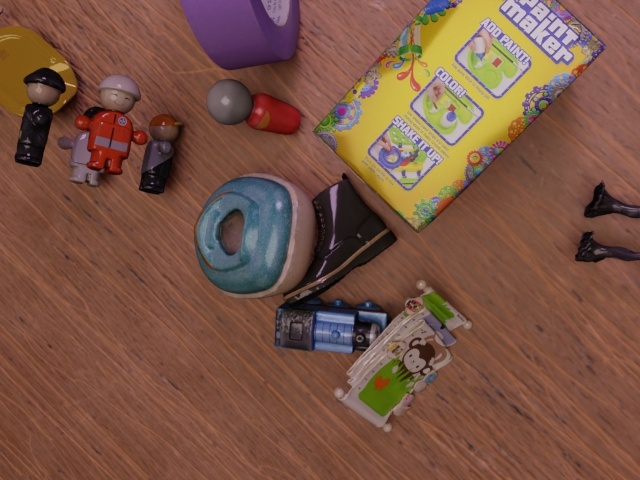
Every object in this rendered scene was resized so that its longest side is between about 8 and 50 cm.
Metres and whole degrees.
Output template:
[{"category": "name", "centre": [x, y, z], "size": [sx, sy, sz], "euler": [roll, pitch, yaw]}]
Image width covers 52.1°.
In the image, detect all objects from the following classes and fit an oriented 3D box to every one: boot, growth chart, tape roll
[{"category": "boot", "centre": [0.000, 0.000, 1.007], "size": [0.198, 0.077, 0.137], "euler": [-33, 83, -18]}, {"category": "growth chart", "centre": [0.129, 0.182, 0.995], "size": [0.172, 0.021, 0.237], "euler": [32, 99, -35]}, {"category": "tape roll", "centre": [-0.110, -0.378, 0.893], "size": [0.090, 0.275, 0.275], "euler": [-7, 96, 15]}]

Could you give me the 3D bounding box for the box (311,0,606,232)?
[{"category": "box", "centre": [0.174, -0.182, 0.842], "size": [0.177, 0.290, 0.279], "euler": [45, 106, 5]}]

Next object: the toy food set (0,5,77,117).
[{"category": "toy food set", "centre": [-0.511, -0.290, 1.121], "size": [0.218, 0.071, 0.128], "euler": [43, 81, 3]}]

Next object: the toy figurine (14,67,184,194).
[{"category": "toy figurine", "centre": [-0.340, -0.168, 1.019], "size": [0.213, 0.209, 0.148], "euler": [7, 83, 19]}]

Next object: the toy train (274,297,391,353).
[{"category": "toy train", "centre": [0.019, 0.135, 1.021], "size": [0.184, 0.105, 0.080], "euler": [6, 99, 14]}]

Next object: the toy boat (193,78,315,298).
[{"category": "toy boat", "centre": [-0.116, -0.073, 0.978], "size": [0.267, 0.148, 0.318], "euler": [-2, 80, 53]}]

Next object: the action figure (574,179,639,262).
[{"category": "action figure", "centre": [0.493, 0.019, 0.870], "size": [0.275, 0.141, 0.164], "euler": [17, 90, 13]}]
